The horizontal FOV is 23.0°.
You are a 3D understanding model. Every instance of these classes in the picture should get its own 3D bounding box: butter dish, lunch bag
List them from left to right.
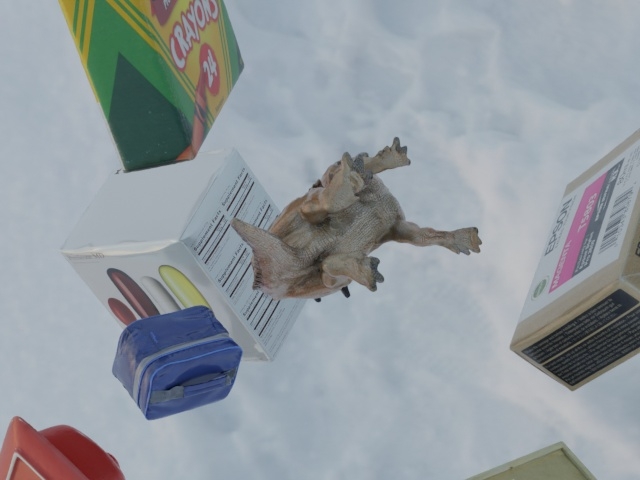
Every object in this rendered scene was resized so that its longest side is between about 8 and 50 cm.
[{"bbox_3d":[-0.271,0.271,1.738,0.160,0.118,0.160,40,130,21],"label":"butter dish"},{"bbox_3d":[-0.110,0.101,1.265,0.065,0.098,0.067,50,139,35],"label":"lunch bag"}]

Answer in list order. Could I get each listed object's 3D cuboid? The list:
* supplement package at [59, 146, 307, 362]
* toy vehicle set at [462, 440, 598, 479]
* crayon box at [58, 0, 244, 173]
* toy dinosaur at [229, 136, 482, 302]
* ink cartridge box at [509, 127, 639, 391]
[{"bbox_3d":[-0.148,0.024,1.815,0.194,0.203,0.149,-6,42,38],"label":"supplement package"},{"bbox_3d":[0.204,0.305,1.579,0.166,0.267,0.035,50,132,28],"label":"toy vehicle set"},{"bbox_3d":[-0.172,-0.250,1.443,0.081,0.202,0.319,-9,119,18],"label":"crayon box"},{"bbox_3d":[0.000,0.000,1.407,0.200,0.295,0.127,-20,92,41],"label":"toy dinosaur"},{"bbox_3d":[0.298,0.008,1.554,0.088,0.235,0.193,32,144,-12],"label":"ink cartridge box"}]
